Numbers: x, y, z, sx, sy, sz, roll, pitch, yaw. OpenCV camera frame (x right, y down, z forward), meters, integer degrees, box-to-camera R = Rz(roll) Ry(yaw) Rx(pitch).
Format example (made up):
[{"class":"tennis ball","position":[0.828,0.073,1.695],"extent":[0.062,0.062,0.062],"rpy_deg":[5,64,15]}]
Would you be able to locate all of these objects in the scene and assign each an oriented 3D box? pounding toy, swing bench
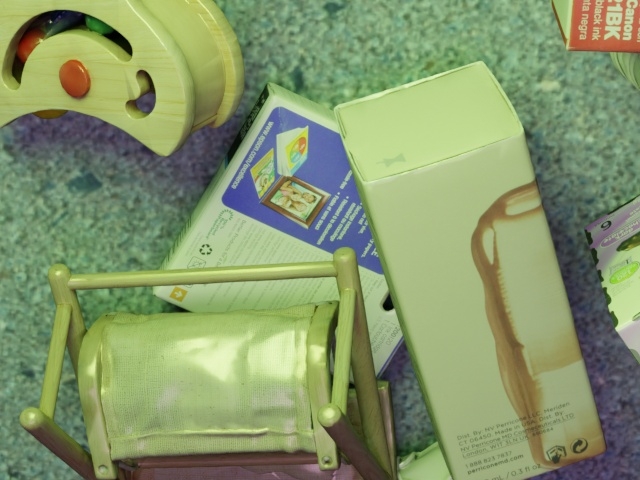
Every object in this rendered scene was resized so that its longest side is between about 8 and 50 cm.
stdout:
[{"class":"pounding toy","position":[-0.127,-0.153,1.515],"extent":[0.269,0.155,0.154],"rpy_deg":[-12,105,39]},{"class":"swing bench","position":[-0.079,0.150,1.606],"extent":[0.253,0.165,0.255],"rpy_deg":[-3,141,11]}]

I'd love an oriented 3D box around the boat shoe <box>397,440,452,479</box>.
[{"class":"boat shoe","position":[0.073,0.233,1.706],"extent":[0.084,0.095,0.258],"rpy_deg":[30,109,-17]}]

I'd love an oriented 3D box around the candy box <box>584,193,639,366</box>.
[{"class":"candy box","position":[0.304,0.012,1.553],"extent":[0.165,0.196,0.070],"rpy_deg":[-32,110,13]}]

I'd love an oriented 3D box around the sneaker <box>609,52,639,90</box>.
[{"class":"sneaker","position":[0.374,-0.106,1.518],"extent":[0.292,0.169,0.108],"rpy_deg":[7,112,-4]}]

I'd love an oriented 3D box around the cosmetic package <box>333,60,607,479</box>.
[{"class":"cosmetic package","position":[0.118,0.031,1.550],"extent":[0.129,0.153,0.296],"rpy_deg":[-18,120,1]}]

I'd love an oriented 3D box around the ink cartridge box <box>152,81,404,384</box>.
[{"class":"ink cartridge box","position":[0.000,0.000,1.629],"extent":[0.208,0.045,0.206],"rpy_deg":[26,112,-16]}]

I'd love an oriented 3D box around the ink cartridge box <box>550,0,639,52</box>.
[{"class":"ink cartridge box","position":[0.309,-0.215,1.454],"extent":[0.273,0.197,0.114],"rpy_deg":[1,114,0]}]
